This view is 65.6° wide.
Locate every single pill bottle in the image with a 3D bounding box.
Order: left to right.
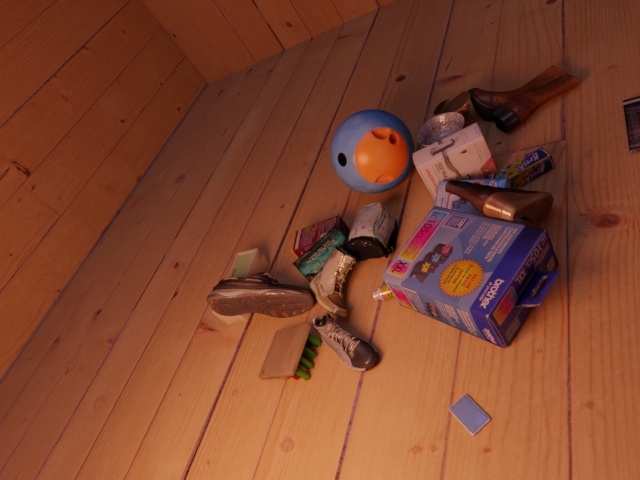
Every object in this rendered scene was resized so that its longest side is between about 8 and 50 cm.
[{"bbox_3d":[0.194,0.148,1.430,0.083,0.043,0.043,-22,39,22],"label":"pill bottle"}]

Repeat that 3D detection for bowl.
[{"bbox_3d":[0.432,-0.361,1.736,0.170,0.080,0.170,-23,39,20],"label":"bowl"}]

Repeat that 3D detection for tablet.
[{"bbox_3d":[0.328,0.383,1.095,0.054,0.006,0.083,-41,37,-4],"label":"tablet"}]

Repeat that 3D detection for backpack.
[{"bbox_3d":[0.169,-0.031,1.583,0.152,0.115,0.182,-5,45,41],"label":"backpack"}]

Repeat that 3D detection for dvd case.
[{"bbox_3d":[0.916,-0.329,1.337,0.164,0.018,0.221,-11,45,35],"label":"dvd case"}]

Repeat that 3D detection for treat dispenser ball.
[{"bbox_3d":[0.179,-0.306,1.718,0.288,0.288,0.288,-23,39,20],"label":"treat dispenser ball"}]

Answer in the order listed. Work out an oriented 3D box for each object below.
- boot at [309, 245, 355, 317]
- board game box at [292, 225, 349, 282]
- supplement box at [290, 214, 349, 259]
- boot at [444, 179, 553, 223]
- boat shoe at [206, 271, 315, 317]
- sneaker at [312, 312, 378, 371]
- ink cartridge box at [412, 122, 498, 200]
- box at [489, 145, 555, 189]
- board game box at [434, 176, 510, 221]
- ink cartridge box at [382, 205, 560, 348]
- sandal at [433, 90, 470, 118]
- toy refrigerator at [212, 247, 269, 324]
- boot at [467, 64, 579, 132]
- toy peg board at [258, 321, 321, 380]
[{"bbox_3d":[0.054,0.121,1.512,0.165,0.077,0.213,-58,31,11],"label":"boot"},{"bbox_3d":[0.016,0.056,1.612,0.186,0.126,0.026,-42,36,-3],"label":"board game box"},{"bbox_3d":[0.000,0.000,1.722,0.188,0.081,0.104,-19,40,26],"label":"supplement box"},{"bbox_3d":[0.476,-0.119,1.314,0.207,0.248,0.090,35,121,41],"label":"boot"},{"bbox_3d":[-0.191,0.162,1.611,0.355,0.132,0.130,1,46,10],"label":"boat shoe"},{"bbox_3d":[0.049,0.267,1.352,0.086,0.132,0.229,-50,37,-15],"label":"sneaker"},{"bbox_3d":[0.419,-0.241,1.552,0.218,0.158,0.092,-24,39,21],"label":"ink cartridge box"},{"bbox_3d":[0.588,-0.201,1.452,0.169,0.054,0.059,-31,37,12],"label":"box"},{"bbox_3d":[0.433,-0.099,1.448,0.211,0.039,0.160,2,73,43],"label":"board game box"},{"bbox_3d":[0.393,0.084,1.243,0.395,0.151,0.270,20,65,48],"label":"ink cartridge box"},{"bbox_3d":[0.504,-0.475,1.807,0.088,0.079,0.240,-60,16,-2],"label":"sandal"},{"bbox_3d":[-0.283,0.160,1.786,0.102,0.094,0.269,-11,45,32],"label":"toy refrigerator"},{"bbox_3d":[0.672,-0.515,1.681,0.280,0.096,0.264,-35,36,4],"label":"boot"},{"bbox_3d":[-0.082,0.340,1.454,0.161,0.079,0.161,-24,35,45],"label":"toy peg board"}]
